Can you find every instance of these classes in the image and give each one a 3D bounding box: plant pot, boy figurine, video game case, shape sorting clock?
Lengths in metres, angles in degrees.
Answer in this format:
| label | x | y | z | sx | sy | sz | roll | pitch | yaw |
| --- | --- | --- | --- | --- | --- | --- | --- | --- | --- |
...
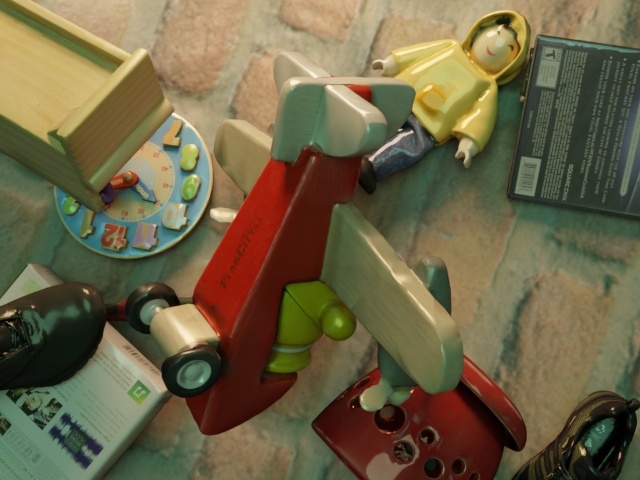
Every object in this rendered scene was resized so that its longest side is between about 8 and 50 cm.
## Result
| label | x | y | z | sx | sy | sz | roll | pitch | yaw |
| --- | --- | --- | --- | --- | --- | --- | --- | --- | --- |
| plant pot | 0.111 | 0.209 | 1.042 | 0.191 | 0.191 | 0.174 | 43 | 81 | 12 |
| boy figurine | 0.147 | -0.171 | 1.163 | 0.285 | 0.092 | 0.177 | -34 | 75 | 2 |
| video game case | 0.372 | -0.124 | 1.118 | 0.274 | 0.026 | 0.196 | 10 | 107 | 7 |
| shape sorting clock | -0.238 | -0.077 | 1.212 | 0.206 | 0.040 | 0.206 | -1 | 79 | 6 |

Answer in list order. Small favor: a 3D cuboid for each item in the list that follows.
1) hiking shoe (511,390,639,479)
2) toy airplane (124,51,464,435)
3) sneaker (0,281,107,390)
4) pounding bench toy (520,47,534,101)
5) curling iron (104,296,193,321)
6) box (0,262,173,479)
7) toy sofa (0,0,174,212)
| label | x | y | z | sx | sy | sz | roll | pitch | yaw |
| --- | --- | --- | --- | --- | --- | --- | --- | --- | --- |
| hiking shoe | 0.269 | 0.260 | 1.050 | 0.086 | 0.114 | 0.226 | 33 | 84 | 12 |
| toy airplane | 0.000 | 0.000 | 1.014 | 0.384 | 0.273 | 0.385 | -21 | 59 | 44 |
| sneaker | -0.371 | 0.128 | 1.055 | 0.286 | 0.130 | 0.109 | -27 | 78 | 6 |
| pounding bench toy | 0.277 | -0.199 | 1.175 | 0.052 | 0.083 | 0.065 | 12 | 112 | 8 |
| curling iron | -0.225 | 0.100 | 1.179 | 0.274 | 0.035 | 0.068 | -11 | 82 | 5 |
| box | -0.358 | 0.222 | 1.139 | 0.232 | 0.058 | 0.322 | 41 | 92 | 12 |
| toy sofa | -0.367 | -0.201 | 1.184 | 0.363 | 0.177 | 0.150 | 30 | 67 | 20 |
